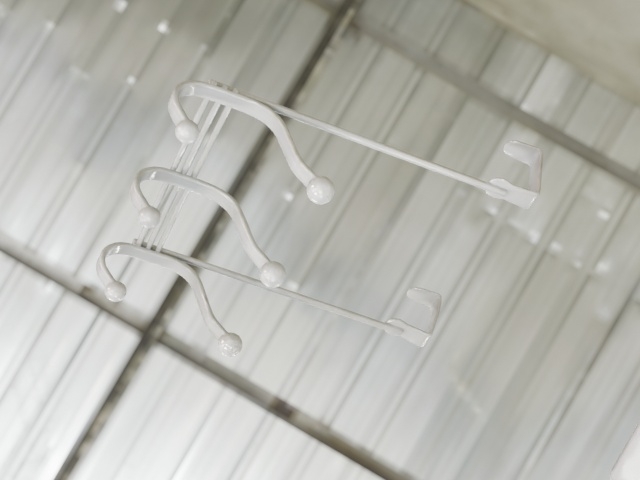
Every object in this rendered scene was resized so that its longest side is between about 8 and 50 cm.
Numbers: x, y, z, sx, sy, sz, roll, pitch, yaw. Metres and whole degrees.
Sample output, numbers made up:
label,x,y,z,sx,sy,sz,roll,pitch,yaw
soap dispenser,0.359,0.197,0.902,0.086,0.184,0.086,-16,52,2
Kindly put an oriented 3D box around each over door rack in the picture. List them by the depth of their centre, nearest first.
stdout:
label,x,y,z,sx,sy,sz,roll,pitch,yaw
over door rack,0.000,0.000,1.348,0.324,0.108,0.239,10,141,-19

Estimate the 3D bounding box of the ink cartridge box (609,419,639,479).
label,x,y,z,sx,sy,sz,roll,pitch,yaw
ink cartridge box,0.312,0.020,0.838,0.175,0.371,0.069,36,-159,29
